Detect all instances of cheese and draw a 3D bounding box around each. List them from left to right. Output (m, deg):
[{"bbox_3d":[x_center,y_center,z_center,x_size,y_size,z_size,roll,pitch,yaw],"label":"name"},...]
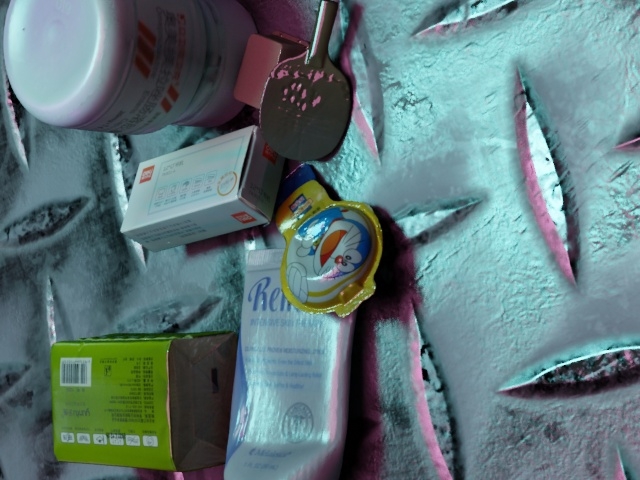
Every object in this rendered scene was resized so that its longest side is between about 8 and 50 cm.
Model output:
[{"bbox_3d":[0.000,0.000,1.839,0.177,0.069,0.270,-41,48,13],"label":"cheese"}]

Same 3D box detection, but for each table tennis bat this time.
[{"bbox_3d":[-0.013,-0.228,1.863,0.131,0.022,0.234,16,104,7],"label":"table tennis bat"}]

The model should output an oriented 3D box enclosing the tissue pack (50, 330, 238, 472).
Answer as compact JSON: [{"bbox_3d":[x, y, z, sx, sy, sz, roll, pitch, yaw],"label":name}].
[{"bbox_3d":[-0.269,0.245,2.015,0.275,0.167,0.200,-4,88,39],"label":"tissue pack"}]

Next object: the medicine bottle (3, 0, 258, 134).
[{"bbox_3d":[-0.271,-0.281,1.920,0.256,0.325,0.256,-2,87,40],"label":"medicine bottle"}]

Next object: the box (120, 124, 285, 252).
[{"bbox_3d":[-0.177,-0.073,1.967,0.269,0.079,0.135,-15,53,39],"label":"box"}]

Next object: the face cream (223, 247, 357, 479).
[{"bbox_3d":[-0.040,0.216,1.878,0.235,0.137,0.420,-3,76,42],"label":"face cream"}]

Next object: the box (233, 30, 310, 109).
[{"bbox_3d":[-0.073,-0.246,1.922,0.089,0.062,0.122,27,106,37],"label":"box"}]
